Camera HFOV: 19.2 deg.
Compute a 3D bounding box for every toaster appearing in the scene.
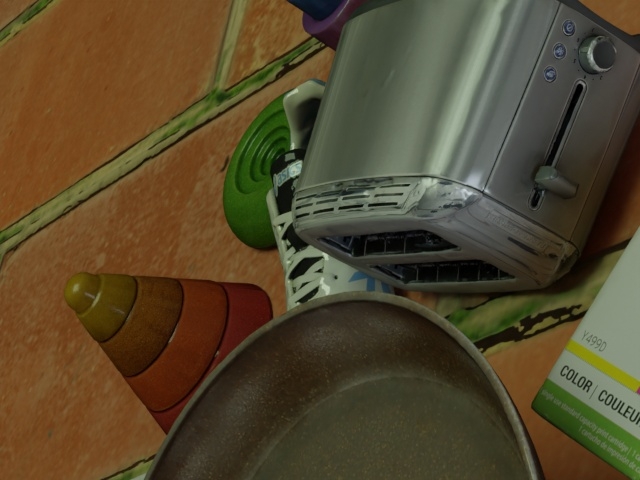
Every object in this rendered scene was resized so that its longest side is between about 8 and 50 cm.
[{"bbox_3d":[0.073,-0.056,1.063,0.227,0.129,0.146,-3,63,56],"label":"toaster"}]

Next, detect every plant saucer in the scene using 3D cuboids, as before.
[{"bbox_3d":[0.003,0.177,0.835,0.310,0.050,0.310,-26,55,45],"label":"plant saucer"}]

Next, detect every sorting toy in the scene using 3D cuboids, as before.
[{"bbox_3d":[-0.071,-0.054,1.296,0.127,0.126,0.365,-1,63,58],"label":"sorting toy"}]

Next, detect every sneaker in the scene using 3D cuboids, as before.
[{"bbox_3d":[0.000,0.000,1.173,0.085,0.086,0.237,-35,38,35],"label":"sneaker"}]

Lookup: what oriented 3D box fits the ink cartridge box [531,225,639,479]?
[{"bbox_3d":[0.228,0.010,0.781,0.255,0.097,0.189,-59,28,1],"label":"ink cartridge box"}]

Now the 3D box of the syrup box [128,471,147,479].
[{"bbox_3d":[-0.053,0.174,1.021,0.237,0.096,0.093,-27,39,24],"label":"syrup box"}]
